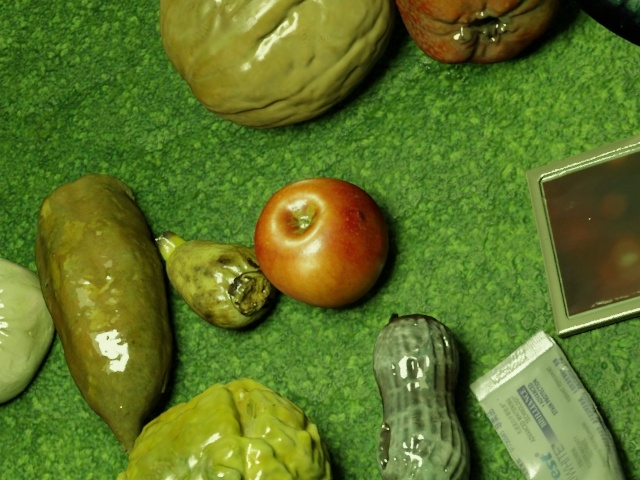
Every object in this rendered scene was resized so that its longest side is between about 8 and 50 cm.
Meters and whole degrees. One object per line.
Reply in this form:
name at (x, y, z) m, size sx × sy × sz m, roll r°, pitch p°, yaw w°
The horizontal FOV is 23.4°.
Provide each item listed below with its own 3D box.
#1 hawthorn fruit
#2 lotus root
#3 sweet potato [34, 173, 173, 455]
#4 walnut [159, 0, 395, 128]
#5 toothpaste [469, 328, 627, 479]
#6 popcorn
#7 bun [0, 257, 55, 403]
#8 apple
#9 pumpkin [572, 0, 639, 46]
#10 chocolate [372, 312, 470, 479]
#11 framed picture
hawthorn fruit at (0.177, -0.341, 1.846) m, size 0.210 × 0.210 × 0.262 m, roll -24°, pitch 54°, yaw 18°
lotus root at (-0.134, 0.043, 1.924) m, size 0.190 × 0.094 × 0.108 m, roll 26°, pitch 67°, yaw 43°
sweet potato at (-0.261, 0.088, 1.937) m, size 0.157 × 0.158 × 0.370 m, roll -31°, pitch 57°, yaw 14°
walnut at (-0.051, -0.294, 1.914) m, size 0.313 × 0.252 × 0.277 m, roll -38°, pitch 59°, yaw 18°
toothpaste at (0.265, 0.226, 1.656) m, size 0.099 × 0.068 × 0.282 m, roll -20°, pitch 51°, yaw -11°
popcorn at (-0.100, 0.283, 1.741) m, size 0.249 × 0.225 × 0.249 m, roll -34°, pitch 30°, yaw 23°
bun at (-0.447, 0.116, 2.037) m, size 0.178 × 0.128 × 0.193 m, roll 7°, pitch 76°, yaw 29°
apple at (0.000, 0.000, 1.837) m, size 0.163 × 0.139 × 0.163 m, roll -12°, pitch 65°, yaw 27°
pumpkin at (0.392, -0.358, 1.688) m, size 0.315 × 0.315 × 0.238 m, roll 8°, pitch 45°, yaw 30°
chocolate at (0.112, 0.194, 1.721) m, size 0.110 × 0.110 × 0.248 m, roll -11°, pitch 65°, yaw 24°
framed picture at (0.382, -0.027, 1.717) m, size 0.289 × 0.020 × 0.211 m, roll -18°, pitch 62°, yaw 21°
